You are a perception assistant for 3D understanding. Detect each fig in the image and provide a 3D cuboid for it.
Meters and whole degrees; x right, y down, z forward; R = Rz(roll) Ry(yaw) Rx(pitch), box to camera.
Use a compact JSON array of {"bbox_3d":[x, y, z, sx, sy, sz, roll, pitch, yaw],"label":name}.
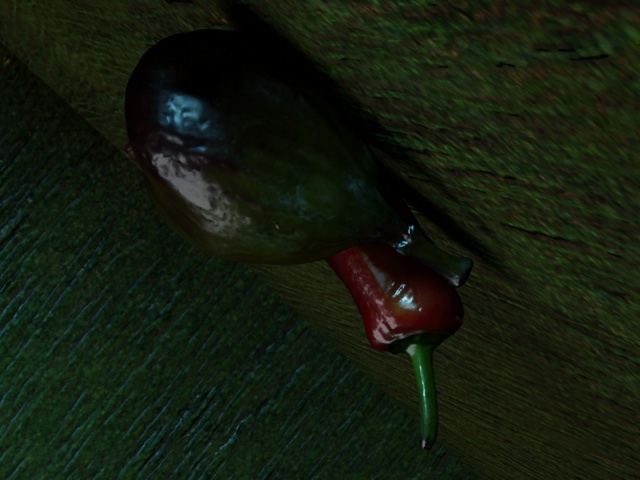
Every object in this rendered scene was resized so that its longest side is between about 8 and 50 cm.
[{"bbox_3d":[-0.016,-0.039,1.195,0.274,0.145,0.170,30,161,8],"label":"fig"}]

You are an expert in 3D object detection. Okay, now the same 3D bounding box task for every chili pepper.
[{"bbox_3d":[0.000,-0.008,1.314,0.368,0.137,0.092,44,-156,27],"label":"chili pepper"}]
